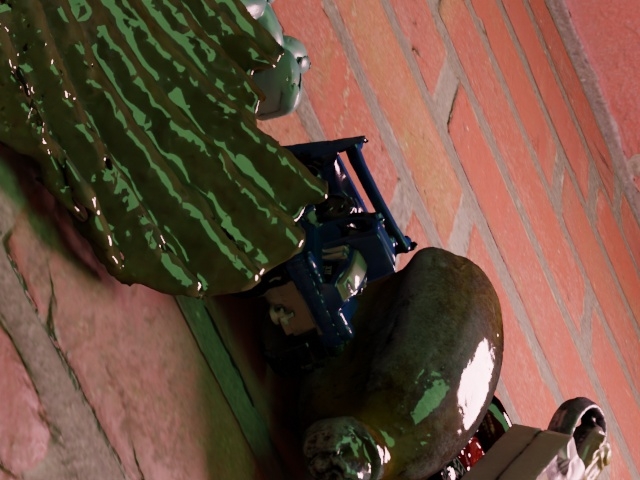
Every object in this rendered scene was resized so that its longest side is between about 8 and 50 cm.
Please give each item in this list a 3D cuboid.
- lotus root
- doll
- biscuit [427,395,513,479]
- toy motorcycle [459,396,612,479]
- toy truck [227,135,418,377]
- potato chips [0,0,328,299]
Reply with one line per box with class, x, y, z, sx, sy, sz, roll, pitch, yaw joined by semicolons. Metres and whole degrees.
lotus root;0.058;0.123;1.501;0.140;0.158;0.322;65;25;-22
doll;-0.058;-0.180;1.612;0.159;0.059;0.159;-7;87;-60
biscuit;0.128;0.225;1.750;0.235;0.063;0.151;-16;86;-65
toy motorcycle;0.170;0.280;1.642;0.340;0.108;0.223;-36;127;-49
toy truck;0.000;0.000;1.499;0.208;0.126;0.113;-80;146;-59
potato chips;-0.134;-0.163;1.297;0.389;0.097;0.373;46;30;-45
